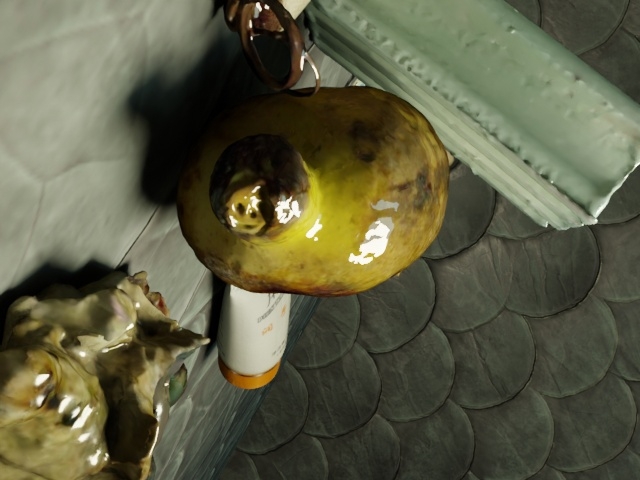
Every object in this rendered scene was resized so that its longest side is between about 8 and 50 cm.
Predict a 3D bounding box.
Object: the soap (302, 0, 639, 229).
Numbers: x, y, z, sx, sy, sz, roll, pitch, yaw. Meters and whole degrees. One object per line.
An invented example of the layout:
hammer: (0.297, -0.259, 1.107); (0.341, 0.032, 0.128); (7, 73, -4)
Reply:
soap: (0.105, -0.124, 0.536); (0.094, 0.261, 0.150); (-50, 176, 3)

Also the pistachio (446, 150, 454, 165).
pistachio: (0.162, -0.186, 1.371); (0.138, 0.153, 0.238); (-50, -155, -2)

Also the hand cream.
hand cream: (-0.078, 0.072, 0.893); (0.139, 0.089, 0.314); (-59, 168, -31)

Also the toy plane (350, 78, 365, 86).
toy plane: (0.119, -0.216, 0.964); (0.192, 0.088, 0.262); (-58, 161, 16)

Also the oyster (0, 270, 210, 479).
oyster: (-0.134, 0.105, 0.469); (0.221, 0.096, 0.361); (-64, -179, -34)

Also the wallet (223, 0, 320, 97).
wallet: (0.047, -0.243, 0.315); (0.275, 0.068, 0.335); (-55, 172, -23)

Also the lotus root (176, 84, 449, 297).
lotus root: (-0.003, -0.031, 0.495); (0.314, 0.169, 0.141); (-28, 114, -71)
